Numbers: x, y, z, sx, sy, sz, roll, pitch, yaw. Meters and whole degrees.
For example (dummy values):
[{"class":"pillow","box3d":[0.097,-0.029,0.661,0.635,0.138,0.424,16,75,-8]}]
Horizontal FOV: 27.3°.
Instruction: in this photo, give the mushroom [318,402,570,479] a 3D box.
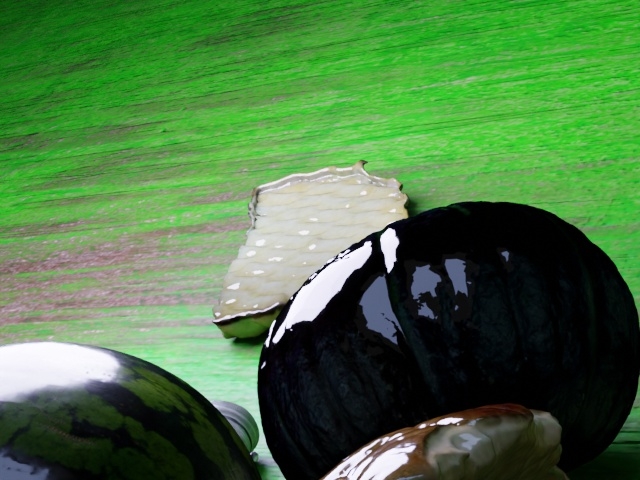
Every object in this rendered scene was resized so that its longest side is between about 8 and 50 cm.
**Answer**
[{"class":"mushroom","box3d":[0.098,0.183,0.603,0.301,0.208,0.233,-11,10,46]}]

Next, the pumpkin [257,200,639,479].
[{"class":"pumpkin","box3d":[0.091,0.107,0.813,0.248,0.248,0.248,-18,27,10]}]

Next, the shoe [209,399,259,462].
[{"class":"shoe","box3d":[-0.124,0.185,0.984,0.169,0.071,0.099,-18,29,3]}]

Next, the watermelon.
[{"class":"watermelon","box3d":[-0.161,0.199,0.755,0.285,0.285,0.285,-18,27,10]}]

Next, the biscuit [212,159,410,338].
[{"class":"biscuit","box3d":[0.000,0.000,1.257,0.187,0.036,0.273,-14,27,19]}]
